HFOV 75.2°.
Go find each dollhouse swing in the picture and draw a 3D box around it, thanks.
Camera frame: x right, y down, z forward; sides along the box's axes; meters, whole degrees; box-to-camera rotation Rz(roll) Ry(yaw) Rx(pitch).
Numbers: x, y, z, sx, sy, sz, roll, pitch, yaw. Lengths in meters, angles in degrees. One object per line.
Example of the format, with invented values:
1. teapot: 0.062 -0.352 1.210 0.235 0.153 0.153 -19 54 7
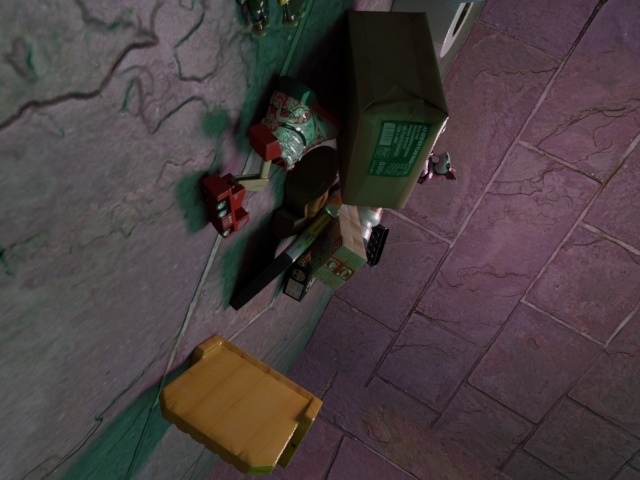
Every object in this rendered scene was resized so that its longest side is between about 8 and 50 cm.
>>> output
1. dollhouse swing: -0.224 0.463 1.040 0.305 0.346 0.315 -46 163 -57

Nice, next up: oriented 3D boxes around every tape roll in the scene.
1. tape roll: 0.316 -0.654 1.132 0.246 0.169 0.246 -58 170 -15

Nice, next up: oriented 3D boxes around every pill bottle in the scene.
1. pill bottle: 0.157 -0.117 1.456 0.131 0.131 0.230 75 35 -76

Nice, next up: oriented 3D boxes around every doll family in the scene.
1. doll family: -0.033 -0.355 0.529 0.193 0.075 0.111 -62 167 -19

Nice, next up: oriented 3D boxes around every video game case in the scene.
1. video game case: -0.105 0.055 1.133 0.274 0.035 0.248 -41 -175 38

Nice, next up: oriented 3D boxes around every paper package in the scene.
1. paper package: 0.132 -0.274 0.919 0.325 0.167 0.310 99 -12 -63

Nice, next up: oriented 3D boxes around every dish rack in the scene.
1. dish rack: 0.146 0.044 1.688 0.271 0.074 0.209 -19 135 -36

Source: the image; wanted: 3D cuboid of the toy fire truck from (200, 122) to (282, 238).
1. toy fire truck: -0.132 -0.093 0.706 0.135 0.047 0.192 -36 160 -23

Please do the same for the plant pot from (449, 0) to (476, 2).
1. plant pot: 0.303 -0.649 0.892 0.291 0.290 0.195 -61 -165 3

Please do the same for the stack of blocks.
1. stack of blocks: 0.031 0.006 1.198 0.171 0.087 0.297 -47 -157 25

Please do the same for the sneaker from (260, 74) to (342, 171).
1. sneaker: -0.045 -0.207 0.821 0.145 0.090 0.270 -61 167 7

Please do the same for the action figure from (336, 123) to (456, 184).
1. action figure: 0.242 -0.254 1.285 0.276 0.369 0.248 -64 171 11

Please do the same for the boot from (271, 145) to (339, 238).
1. boot: -0.009 -0.138 1.112 0.284 0.108 0.220 -63 169 27

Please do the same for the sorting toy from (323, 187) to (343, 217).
1. sorting toy: 0.045 -0.113 1.113 0.075 0.044 0.083 -63 180 -20

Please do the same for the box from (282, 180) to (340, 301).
1. box: 0.000 0.000 1.588 0.318 0.097 0.395 -52 165 -51
